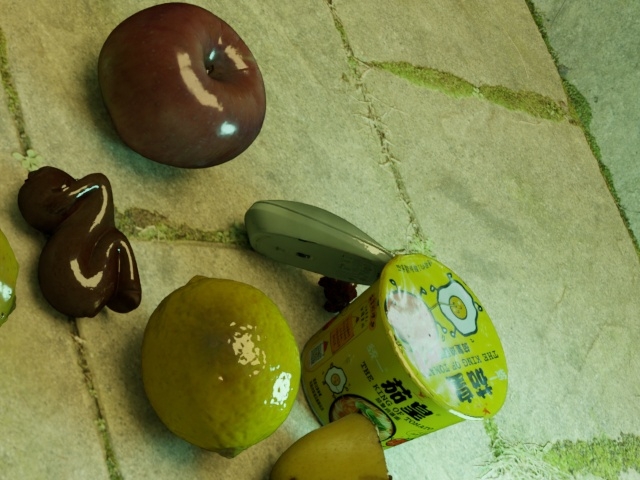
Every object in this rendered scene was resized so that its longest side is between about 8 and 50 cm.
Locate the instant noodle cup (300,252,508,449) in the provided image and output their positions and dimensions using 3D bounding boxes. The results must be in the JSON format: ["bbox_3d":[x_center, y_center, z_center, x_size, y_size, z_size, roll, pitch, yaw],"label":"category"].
[{"bbox_3d":[0.137,0.219,2.347,0.325,0.254,0.326,30,42,-31],"label":"instant noodle cup"}]

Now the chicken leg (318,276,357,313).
[{"bbox_3d":[0.041,0.063,2.540,0.089,0.048,0.219,42,37,-24],"label":"chicken leg"}]

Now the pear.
[{"bbox_3d":[0.004,0.401,2.124,0.178,0.267,0.267,5,55,-20],"label":"pear"}]

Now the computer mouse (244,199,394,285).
[{"bbox_3d":[0.001,-0.006,2.397,0.288,0.159,0.097,15,66,-1],"label":"computer mouse"}]

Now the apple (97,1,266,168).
[{"bbox_3d":[-0.246,-0.260,2.298,0.305,0.235,0.306,28,46,-34],"label":"apple"}]

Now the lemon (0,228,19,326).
[{"bbox_3d":[-0.528,0.045,1.702,0.310,0.253,0.253,29,42,-45],"label":"lemon"}]

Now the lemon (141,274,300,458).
[{"bbox_3d":[-0.154,0.190,2.032,0.267,0.267,0.267,30,42,-32],"label":"lemon"}]

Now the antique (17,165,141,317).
[{"bbox_3d":[-0.384,0.000,2.027,0.143,0.121,0.257,-10,77,-43],"label":"antique"}]
